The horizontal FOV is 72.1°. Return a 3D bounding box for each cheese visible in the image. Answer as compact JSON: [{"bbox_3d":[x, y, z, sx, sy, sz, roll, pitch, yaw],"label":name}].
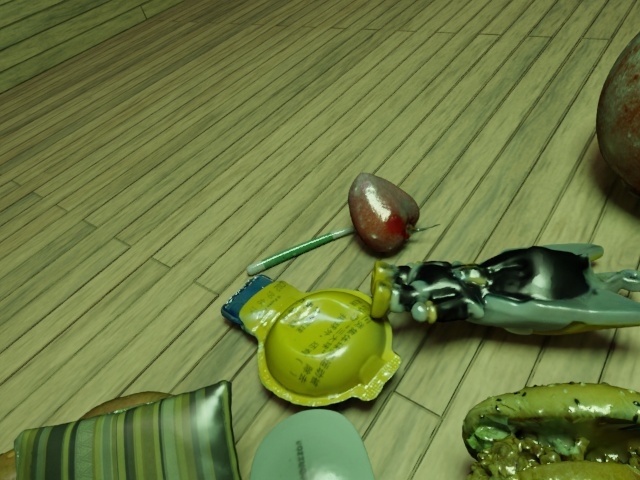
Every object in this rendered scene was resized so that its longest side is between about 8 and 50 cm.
[{"bbox_3d":[-0.022,0.113,0.570,0.270,0.069,0.177,23,55,37],"label":"cheese"}]

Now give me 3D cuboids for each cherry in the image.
[{"bbox_3d":[0.098,-0.041,0.676,0.106,0.087,0.126,-18,66,-31],"label":"cherry"}]

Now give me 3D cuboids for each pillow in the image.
[{"bbox_3d":[-0.166,0.253,0.388,0.212,0.052,0.208,-14,69,-2],"label":"pillow"}]

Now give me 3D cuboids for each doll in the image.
[{"bbox_3d":[0.218,0.057,0.521,0.316,0.103,0.145,0,1,6],"label":"doll"}]

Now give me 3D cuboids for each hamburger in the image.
[{"bbox_3d":[0.197,0.192,0.358,0.177,0.185,0.113,23,48,-14],"label":"hamburger"}]

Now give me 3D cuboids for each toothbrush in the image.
[{"bbox_3d":[0.000,0.000,0.718,0.257,0.018,0.024,-23,40,-8],"label":"toothbrush"}]

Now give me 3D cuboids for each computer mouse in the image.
[{"bbox_3d":[0.001,0.268,0.400,0.128,0.079,0.231,-21,47,0],"label":"computer mouse"}]

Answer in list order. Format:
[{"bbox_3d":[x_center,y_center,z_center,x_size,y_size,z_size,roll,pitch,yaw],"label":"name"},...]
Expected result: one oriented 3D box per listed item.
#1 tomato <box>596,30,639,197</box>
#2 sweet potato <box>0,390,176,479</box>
[{"bbox_3d":[0.532,-0.171,0.555,0.316,0.282,0.317,-6,22,3],"label":"tomato"},{"bbox_3d":[-0.294,0.259,0.479,0.354,0.106,0.095,-28,70,-3],"label":"sweet potato"}]
